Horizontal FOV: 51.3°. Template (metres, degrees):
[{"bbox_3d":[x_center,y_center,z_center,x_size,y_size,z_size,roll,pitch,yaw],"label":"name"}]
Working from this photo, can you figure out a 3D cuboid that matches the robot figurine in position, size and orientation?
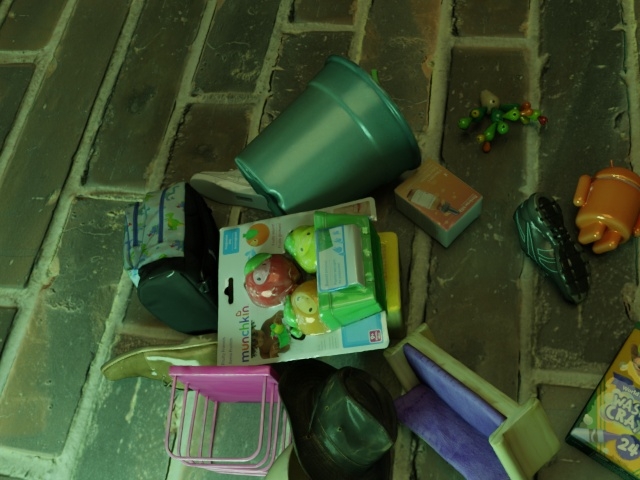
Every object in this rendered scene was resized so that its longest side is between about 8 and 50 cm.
[{"bbox_3d":[0.671,-0.077,1.538,0.158,0.128,0.219,16,68,30],"label":"robot figurine"}]

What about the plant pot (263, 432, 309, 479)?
[{"bbox_3d":[-0.020,0.541,1.295,0.191,0.284,0.284,-41,58,26],"label":"plant pot"}]

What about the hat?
[{"bbox_3d":[0.074,0.352,1.325,0.134,0.331,0.331,-39,58,25],"label":"hat"}]

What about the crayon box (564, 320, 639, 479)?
[{"bbox_3d":[0.674,0.328,1.356,0.203,0.083,0.323,32,72,23],"label":"crayon box"}]

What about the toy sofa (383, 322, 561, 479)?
[{"bbox_3d":[0.264,0.327,1.300,0.177,0.150,0.363,-37,31,-12],"label":"toy sofa"}]

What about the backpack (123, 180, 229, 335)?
[{"bbox_3d":[-0.343,0.023,1.591,0.274,0.290,0.355,-10,54,16],"label":"backpack"}]

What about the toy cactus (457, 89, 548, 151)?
[{"bbox_3d":[0.459,-0.325,1.731,0.219,0.112,0.180,-15,43,5],"label":"toy cactus"}]

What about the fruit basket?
[{"bbox_3d":[-0.049,0.079,1.345,0.354,0.165,0.326,-7,63,10],"label":"fruit basket"}]

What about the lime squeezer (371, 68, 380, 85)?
[{"bbox_3d":[0.130,-0.348,1.812,0.110,0.058,0.310,18,69,18],"label":"lime squeezer"}]

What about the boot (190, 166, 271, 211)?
[{"bbox_3d":[-0.206,-0.163,1.768,0.259,0.095,0.123,15,61,8],"label":"boot"}]

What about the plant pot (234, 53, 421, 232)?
[{"bbox_3d":[0.002,-0.199,1.584,0.334,0.341,0.341,-41,64,-7],"label":"plant pot"}]

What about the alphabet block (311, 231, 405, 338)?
[{"bbox_3d":[0.089,0.109,1.507,0.194,0.197,0.192,-5,62,8],"label":"alphabet block"}]

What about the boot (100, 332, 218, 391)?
[{"bbox_3d":[-0.361,0.301,1.549,0.306,0.112,0.115,-11,73,2],"label":"boot"}]

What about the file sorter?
[{"bbox_3d":[-0.174,0.378,1.368,0.202,0.290,0.182,-1,66,10],"label":"file sorter"}]

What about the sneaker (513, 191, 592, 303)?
[{"bbox_3d":[0.533,0.022,1.537,0.101,0.106,0.267,-14,78,-30],"label":"sneaker"}]

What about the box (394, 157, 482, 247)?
[{"bbox_3d":[0.286,-0.093,1.618,0.130,0.091,0.170,-43,64,-12],"label":"box"}]
